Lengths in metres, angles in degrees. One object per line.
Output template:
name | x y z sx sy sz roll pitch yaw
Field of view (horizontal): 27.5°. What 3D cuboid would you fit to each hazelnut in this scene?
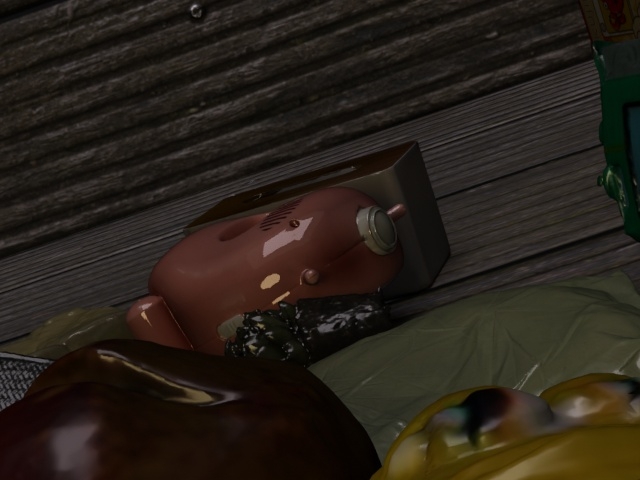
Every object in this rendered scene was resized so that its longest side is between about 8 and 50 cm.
hazelnut | -0.069 0.156 0.638 0.217 0.217 0.251 -13 2 31

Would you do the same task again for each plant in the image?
plant | -0.007 0.091 1.091 0.143 0.092 0.094 -16 40 -4

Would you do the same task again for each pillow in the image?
pillow | 0.105 0.099 0.901 0.281 0.076 0.274 -19 12 5

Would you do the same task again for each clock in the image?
clock | -0.035 0.025 1.236 0.241 0.142 0.227 -28 4 34

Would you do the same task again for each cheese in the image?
cheese | -0.291 0.149 1.327 0.263 0.093 0.159 -29 11 -39

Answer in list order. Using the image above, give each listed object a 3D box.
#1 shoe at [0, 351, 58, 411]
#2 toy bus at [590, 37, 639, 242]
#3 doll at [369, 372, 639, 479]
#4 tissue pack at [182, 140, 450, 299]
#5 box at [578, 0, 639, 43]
shoe | -0.241 0.167 1.178 0.241 0.093 0.108 1 39 0
toy bus | 0.366 -0.078 0.979 0.184 0.199 0.343 -2 1 -25
doll | 0.106 0.157 0.359 0.423 0.161 0.348 11 17 37
tissue pack | 0.000 0.000 1.441 0.246 0.135 0.159 -15 11 18
box | 0.422 -0.208 1.328 0.214 0.283 0.259 -24 11 -16
